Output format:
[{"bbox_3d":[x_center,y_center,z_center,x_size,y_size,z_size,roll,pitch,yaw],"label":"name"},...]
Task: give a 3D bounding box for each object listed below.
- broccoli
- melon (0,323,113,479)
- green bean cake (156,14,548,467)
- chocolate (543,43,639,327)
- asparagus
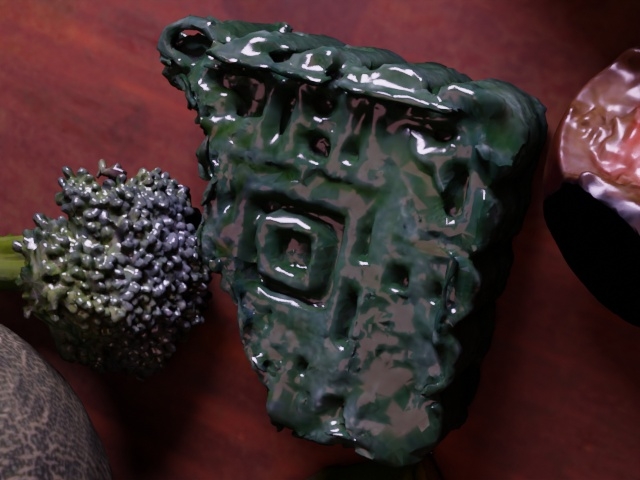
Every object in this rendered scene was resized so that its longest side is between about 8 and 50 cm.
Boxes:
[{"bbox_3d":[-0.159,0.016,0.602,0.204,0.122,0.118,2,82,30],"label":"broccoli"},{"bbox_3d":[-0.260,0.141,0.555,0.329,0.249,0.248,12,100,30],"label":"melon"},{"bbox_3d":[0.000,0.000,0.539,0.194,0.107,0.208,15,102,13],"label":"green bean cake"},{"bbox_3d":[0.173,-0.034,0.476,0.133,0.127,0.124,-33,98,-7],"label":"chocolate"},{"bbox_3d":[-0.015,0.159,0.595,0.178,0.041,0.045,-21,82,19],"label":"asparagus"}]
